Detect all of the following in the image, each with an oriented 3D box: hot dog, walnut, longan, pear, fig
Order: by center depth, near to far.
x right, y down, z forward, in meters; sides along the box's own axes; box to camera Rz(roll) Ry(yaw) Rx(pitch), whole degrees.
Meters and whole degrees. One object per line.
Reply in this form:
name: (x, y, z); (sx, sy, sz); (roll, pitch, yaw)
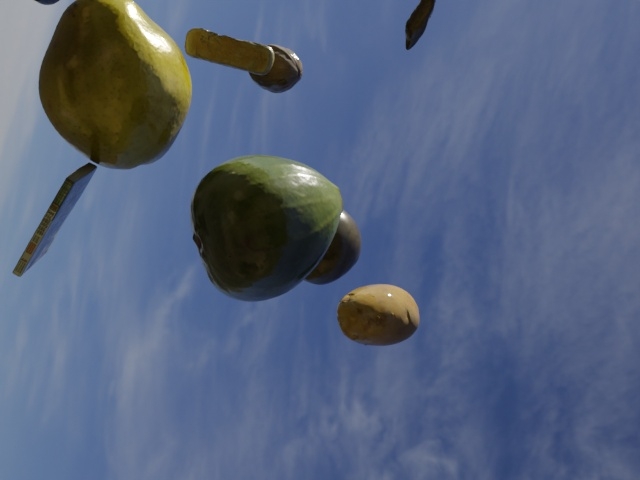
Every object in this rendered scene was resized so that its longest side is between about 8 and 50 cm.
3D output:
fig: (-0.100, -0.036, 1.519); (0.316, 0.316, 0.315); (-26, -121, 54)
pear: (-0.493, -0.377, 1.817); (0.362, 0.363, 0.417); (18, -55, 60)
hot dog: (-0.244, -0.509, 2.026); (0.073, 0.243, 0.084); (-86, -171, -80)
walnut: (-0.129, -0.490, 2.142); (0.162, 0.140, 0.140); (32, -66, 18)
longan: (0.000, 0.000, 2.163); (0.246, 0.246, 0.215); (-112, -149, -43)

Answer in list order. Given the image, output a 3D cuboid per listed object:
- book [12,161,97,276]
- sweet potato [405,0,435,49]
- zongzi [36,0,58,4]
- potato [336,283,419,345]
book: (-0.622, -0.054, 1.765); (0.264, 0.027, 0.202); (-56, -170, 12)
sweet potato: (0.176, -0.400, 1.312); (0.038, 0.041, 0.153); (-51, 160, -48)
zongzi: (-0.244, -0.410, 0.911); (0.123, 0.289, 0.260); (31, -62, 53)
potato: (0.145, 0.176, 1.781); (0.146, 0.234, 0.150); (-20, -99, 49)
